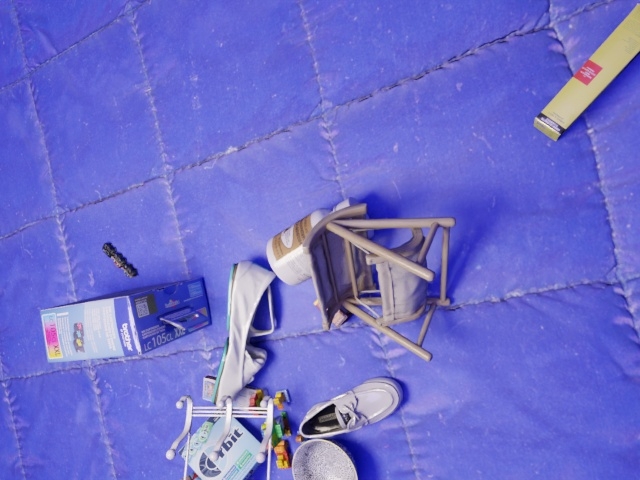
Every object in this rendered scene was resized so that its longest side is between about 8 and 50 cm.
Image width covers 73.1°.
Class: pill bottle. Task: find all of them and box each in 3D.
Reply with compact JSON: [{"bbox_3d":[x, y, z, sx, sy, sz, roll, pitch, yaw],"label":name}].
[{"bbox_3d":[0.000,0.000,0.994,0.229,0.131,0.131,-30,81,23],"label":"pill bottle"}]

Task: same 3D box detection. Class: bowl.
[{"bbox_3d":[0.024,0.549,1.048,0.170,0.080,0.170,1,93,24],"label":"bowl"}]

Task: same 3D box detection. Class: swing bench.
[{"bbox_3d":[0.121,0.074,0.870,0.255,0.165,0.253,12,137,25],"label":"swing bench"}]

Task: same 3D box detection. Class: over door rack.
[{"bbox_3d":[-0.225,0.532,1.000,0.240,0.108,0.324,-4,81,13],"label":"over door rack"}]

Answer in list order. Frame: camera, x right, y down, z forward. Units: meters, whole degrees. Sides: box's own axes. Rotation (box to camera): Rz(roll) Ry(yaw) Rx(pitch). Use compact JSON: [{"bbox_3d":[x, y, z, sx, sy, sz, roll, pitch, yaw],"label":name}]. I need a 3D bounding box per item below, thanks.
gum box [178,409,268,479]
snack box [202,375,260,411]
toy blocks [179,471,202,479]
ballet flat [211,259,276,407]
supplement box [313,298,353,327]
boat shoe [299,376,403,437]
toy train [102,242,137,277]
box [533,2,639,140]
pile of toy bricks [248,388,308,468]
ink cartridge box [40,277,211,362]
[{"bbox_3d":[-0.252,0.554,1.129,0.184,0.041,0.157,31,65,29],"label":"gum box"},{"bbox_3d":[-0.248,0.424,1.192,0.178,0.022,0.064,5,95,24],"label":"snack box"},{"bbox_3d":[-0.323,0.762,1.180,0.261,0.191,0.381,45,118,28],"label":"toy blocks"},{"bbox_3d":[-0.189,0.252,1.106,0.139,0.139,0.400,13,98,23],"label":"ballet flat"},{"bbox_3d":[0.034,0.160,1.032,0.083,0.055,0.043,44,110,16],"label":"supplement box"},{"bbox_3d":[0.066,0.401,1.015,0.267,0.088,0.096,-24,83,24],"label":"boat shoe"},{"bbox_3d":[-0.621,0.065,1.332,0.158,0.027,0.036,40,111,17],"label":"toy train"},{"bbox_3d":[0.494,-0.293,0.781,0.058,0.087,0.232,45,110,15],"label":"box"},{"bbox_3d":[-0.110,0.485,1.089,0.118,0.105,0.212,-19,86,24],"label":"pile of toy bricks"},{"bbox_3d":[-0.488,0.204,1.149,0.395,0.270,0.151,-12,90,24],"label":"ink cartridge box"}]
